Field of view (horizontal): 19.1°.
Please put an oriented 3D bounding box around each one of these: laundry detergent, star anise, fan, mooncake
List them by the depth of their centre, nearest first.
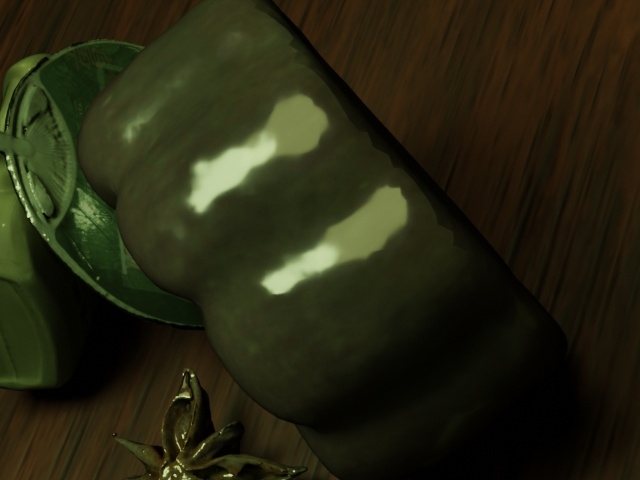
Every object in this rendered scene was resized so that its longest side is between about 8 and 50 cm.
[{"bbox_3d":[0.000,0.000,1.102,0.154,0.306,0.306,-41,44,7],"label":"mooncake"},{"bbox_3d":[-0.087,0.160,1.190,0.124,0.056,0.129,38,92,25],"label":"star anise"},{"bbox_3d":[-0.150,-0.070,1.271,0.012,0.294,0.223,-39,21,42],"label":"fan"},{"bbox_3d":[-0.193,-0.033,1.327,0.091,0.181,0.253,2,49,10],"label":"laundry detergent"}]
